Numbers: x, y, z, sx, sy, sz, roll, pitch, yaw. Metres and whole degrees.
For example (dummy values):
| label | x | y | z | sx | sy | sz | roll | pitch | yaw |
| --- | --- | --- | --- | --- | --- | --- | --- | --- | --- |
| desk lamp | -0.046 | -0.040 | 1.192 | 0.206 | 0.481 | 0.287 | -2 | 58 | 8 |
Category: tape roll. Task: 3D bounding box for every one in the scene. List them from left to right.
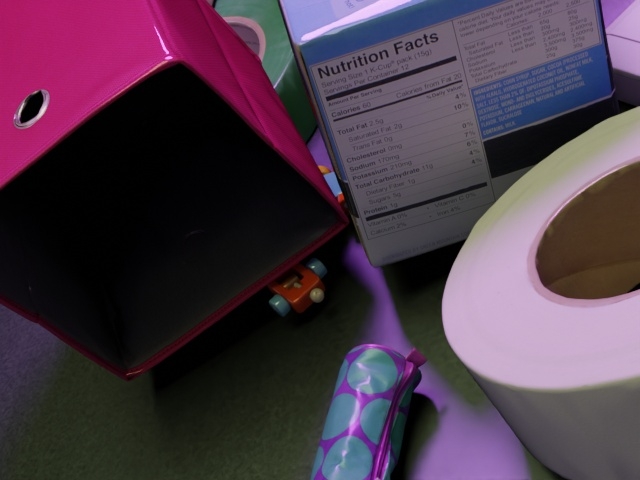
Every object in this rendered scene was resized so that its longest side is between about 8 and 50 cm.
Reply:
| label | x | y | z | sx | sy | sz | roll | pitch | yaw |
| --- | --- | --- | --- | --- | --- | --- | --- | --- | --- |
| tape roll | -0.145 | -0.141 | 1.324 | 0.321 | 0.077 | 0.321 | -22 | 39 | 19 |
| tape roll | 0.225 | 0.024 | 0.779 | 0.286 | 0.100 | 0.286 | -29 | 27 | 16 |

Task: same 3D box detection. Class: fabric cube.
| label | x | y | z | sx | sy | sz | roll | pitch | yaw |
| --- | --- | --- | --- | --- | --- | --- | --- | --- | --- |
| fabric cube | -0.176 | -0.087 | 1.034 | 0.254 | 0.259 | 0.258 | -35 | 47 | 11 |

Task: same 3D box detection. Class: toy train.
| label | x | y | z | sx | sy | sz | roll | pitch | yaw |
| --- | --- | --- | --- | --- | --- | --- | --- | --- | --- |
| toy train | 0.000 | 0.000 | 1.081 | 0.125 | 0.046 | 0.166 | 27 | 67 | 41 |

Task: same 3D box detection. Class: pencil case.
| label | x | y | z | sx | sy | sz | roll | pitch | yaw |
| --- | --- | --- | --- | --- | --- | --- | --- | --- | --- |
| pencil case | 0.033 | 0.150 | 0.867 | 0.070 | 0.064 | 0.151 | -27 | 34 | 40 |

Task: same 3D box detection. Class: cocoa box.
| label | x | y | z | sx | sy | sz | roll | pitch | yaw |
| --- | --- | --- | --- | --- | --- | --- | --- | --- | --- |
| cocoa box | 0.089 | -0.191 | 1.027 | 0.231 | 0.228 | 0.347 | -19 | 38 | 3 |

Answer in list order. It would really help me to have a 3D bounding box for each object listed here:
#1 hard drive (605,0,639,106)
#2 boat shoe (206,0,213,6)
| label | x | y | z | sx | sy | sz | roll | pitch | yaw |
| --- | --- | --- | --- | --- | --- | --- | --- | --- | --- |
| hard drive | 0.414 | -0.229 | 0.990 | 0.353 | 0.047 | 0.233 | -44 | 37 | -11 |
| boat shoe | -0.211 | -0.253 | 1.342 | 0.122 | 0.110 | 0.341 | -15 | 42 | 27 |
